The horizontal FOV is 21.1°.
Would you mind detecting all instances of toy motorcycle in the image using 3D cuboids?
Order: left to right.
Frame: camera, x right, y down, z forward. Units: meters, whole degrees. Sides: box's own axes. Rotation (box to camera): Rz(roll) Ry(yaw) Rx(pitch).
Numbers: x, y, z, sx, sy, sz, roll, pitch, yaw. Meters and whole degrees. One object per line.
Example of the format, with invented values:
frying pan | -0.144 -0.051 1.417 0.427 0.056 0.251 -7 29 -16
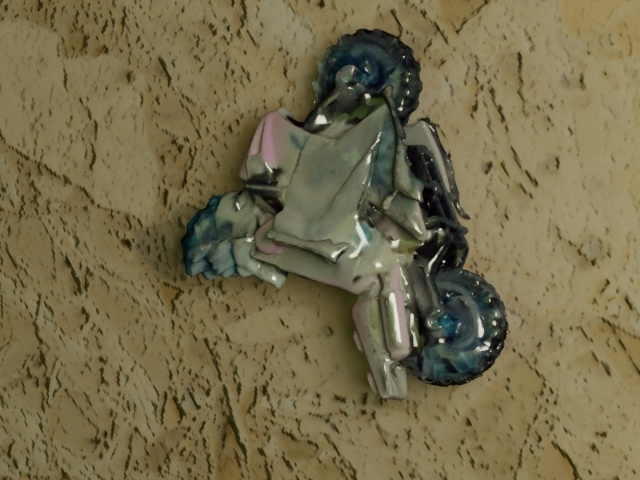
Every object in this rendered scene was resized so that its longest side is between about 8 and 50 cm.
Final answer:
toy motorcycle | 0.003 0.001 1.130 0.204 0.108 0.239 -24 58 19
